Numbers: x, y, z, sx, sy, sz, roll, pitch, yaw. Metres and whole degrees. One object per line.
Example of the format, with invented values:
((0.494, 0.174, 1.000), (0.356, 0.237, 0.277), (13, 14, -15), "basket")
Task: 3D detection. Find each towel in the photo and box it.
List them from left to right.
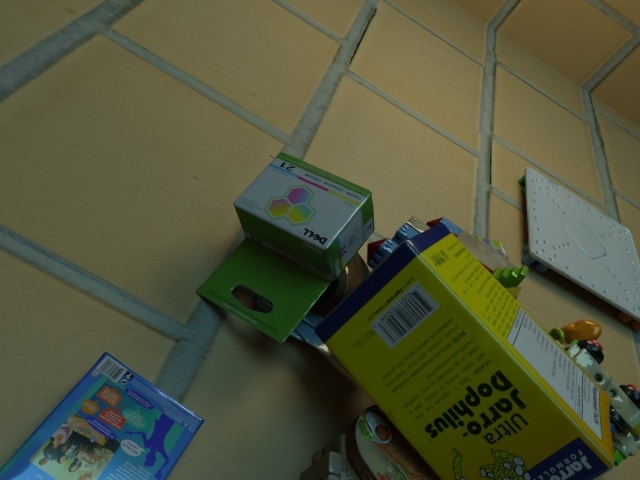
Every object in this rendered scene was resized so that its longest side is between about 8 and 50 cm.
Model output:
((0.414, 0.019, 1.381), (0.083, 0.009, 0.060), (12, 49, -26), "towel")

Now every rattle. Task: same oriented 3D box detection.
((0.457, 0.176, 1.142), (0.200, 0.142, 0.130), (46, 39, -26), "rattle")

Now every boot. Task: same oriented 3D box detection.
((0.000, 0.000, 1.043), (0.115, 0.112, 0.306), (17, 39, -42), "boot")

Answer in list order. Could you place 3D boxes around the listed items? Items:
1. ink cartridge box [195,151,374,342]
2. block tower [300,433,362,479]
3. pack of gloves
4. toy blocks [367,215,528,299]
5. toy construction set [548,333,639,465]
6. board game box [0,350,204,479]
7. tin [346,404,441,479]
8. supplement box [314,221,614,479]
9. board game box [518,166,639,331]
((-0.059, 0.004, 0.898), (0.188, 0.097, 0.255), (26, 60, 25), "ink cartridge box")
((0.141, 0.371, 0.821), (0.335, 0.097, 0.091), (22, 44, -18), "block tower")
((0.009, 0.131, 0.994), (0.232, 0.046, 0.195), (31, 40, 9), "pack of gloves")
((0.231, 0.063, 1.113), (0.260, 0.191, 0.381), (36, 31, 12), "toy blocks")
((0.457, 0.279, 1.044), (0.327, 0.215, 0.151), (35, 74, -1), "toy construction set")
((-0.262, 0.260, 0.679), (0.160, 0.047, 0.210), (36, 42, -2), "board game box")
((0.109, 0.311, 0.761), (0.106, 0.040, 0.190), (-16, 62, -46), "tin")
((0.201, 0.176, 0.801), (0.357, 0.195, 0.194), (48, 25, 11), "supplement box")
((0.708, 0.014, 1.555), (0.389, 0.050, 0.390), (29, 42, -9), "board game box")
